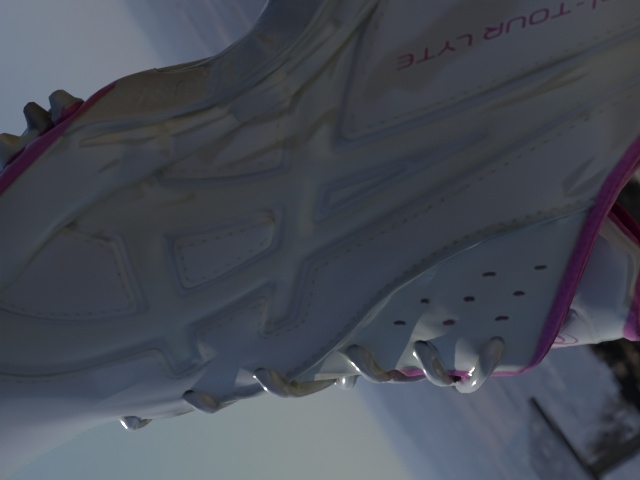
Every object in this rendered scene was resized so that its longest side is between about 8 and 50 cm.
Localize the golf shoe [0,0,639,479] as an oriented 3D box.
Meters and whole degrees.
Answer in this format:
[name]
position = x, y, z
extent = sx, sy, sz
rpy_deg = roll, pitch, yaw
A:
[golf shoe]
position = 0.000, 0.000, 0.367
extent = 0.140, 0.306, 0.115
rpy_deg = 50, -160, 1
